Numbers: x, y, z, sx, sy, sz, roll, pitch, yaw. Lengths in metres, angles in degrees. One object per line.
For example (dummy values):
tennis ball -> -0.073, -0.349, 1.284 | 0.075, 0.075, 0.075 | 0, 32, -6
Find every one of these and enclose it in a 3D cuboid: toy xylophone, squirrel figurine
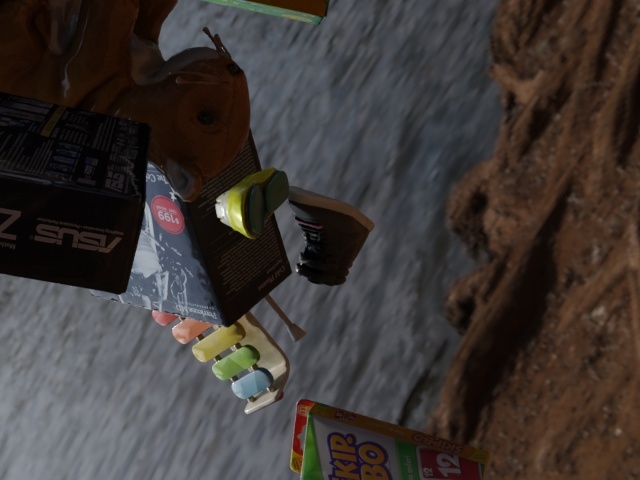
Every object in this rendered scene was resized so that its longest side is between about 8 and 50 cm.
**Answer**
toy xylophone -> -0.167, 0.159, 2.084 | 0.081, 0.322, 0.236 | -44, -1, -43
squirrel figurine -> -0.289, -0.165, 1.438 | 0.397, 0.370, 0.281 | -55, 8, 21

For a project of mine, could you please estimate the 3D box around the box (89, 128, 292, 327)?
box -> -0.259, -0.054, 1.870 | 0.343, 0.312, 0.179 | 9, 37, 39

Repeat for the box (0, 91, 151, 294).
box -> -0.323, -0.073, 1.066 | 0.395, 0.318, 0.097 | -118, 42, -72

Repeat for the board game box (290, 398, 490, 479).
board game box -> 0.082, 0.293, 1.468 | 0.039, 0.259, 0.124 | -46, -33, -57

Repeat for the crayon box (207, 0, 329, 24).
crayon box -> -0.115, -0.396, 1.492 | 0.081, 0.278, 0.165 | -144, 65, -84

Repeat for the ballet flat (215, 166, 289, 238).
ballet flat -> -0.104, -0.052, 1.592 | 0.231, 0.077, 0.077 | -55, -39, -71

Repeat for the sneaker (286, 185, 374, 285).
sneaker -> 0.000, 0.000, 1.970 | 0.147, 0.104, 0.296 | -67, -25, -3
